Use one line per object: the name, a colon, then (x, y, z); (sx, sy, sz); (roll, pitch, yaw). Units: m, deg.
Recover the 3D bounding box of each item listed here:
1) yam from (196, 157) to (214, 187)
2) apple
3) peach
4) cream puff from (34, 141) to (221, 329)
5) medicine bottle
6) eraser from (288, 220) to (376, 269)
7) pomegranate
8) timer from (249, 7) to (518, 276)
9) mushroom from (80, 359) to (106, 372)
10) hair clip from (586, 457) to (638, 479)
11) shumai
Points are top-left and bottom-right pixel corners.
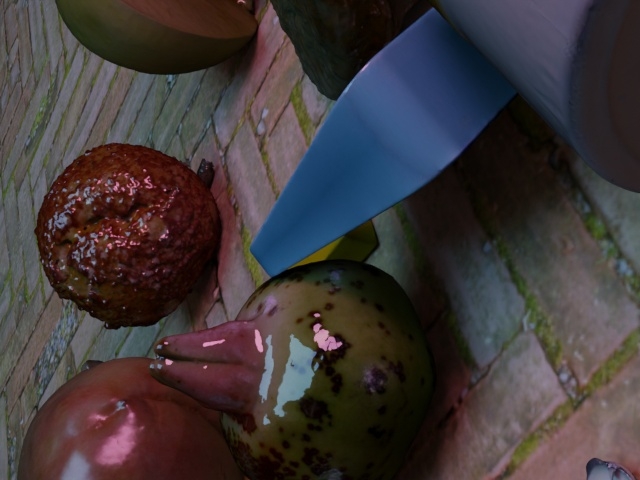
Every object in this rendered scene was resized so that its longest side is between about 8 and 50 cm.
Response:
yam: (-0.167, -0.046, 1.329); (0.027, 0.033, 0.129); (-88, 19, -82)
apple: (-0.195, -0.353, 1.254); (0.292, 0.254, 0.291); (-31, 52, 49)
peach: (-0.207, 0.266, 1.067); (0.292, 0.248, 0.292); (167, 90, -88)
cream puff: (-0.250, -0.007, 1.251); (0.164, 0.240, 0.240); (-87, 13, -82)
medicine bottle: (0.193, -0.181, 0.586); (0.238, 0.238, 0.232); (-60, 38, 28)
eraser: (0.000, 0.000, 1.021); (0.122, 0.045, 0.097); (-50, 42, 38)
pomegranate: (-0.027, 0.117, 0.830); (0.214, 0.248, 0.214); (-24, 61, 54)
timer: (0.051, -0.090, 0.809); (0.232, 0.091, 0.250); (-46, 6, -40)
mushroom: (-0.335, 0.299, 1.351); (0.173, 0.162, 0.236); (-48, 41, 38)
hair clip: (0.194, 0.234, 0.629); (0.116, 0.049, 0.172); (-55, 33, 26)
shumai: (0.054, -0.272, 0.969); (0.222, 0.204, 0.272); (65, 168, 6)
